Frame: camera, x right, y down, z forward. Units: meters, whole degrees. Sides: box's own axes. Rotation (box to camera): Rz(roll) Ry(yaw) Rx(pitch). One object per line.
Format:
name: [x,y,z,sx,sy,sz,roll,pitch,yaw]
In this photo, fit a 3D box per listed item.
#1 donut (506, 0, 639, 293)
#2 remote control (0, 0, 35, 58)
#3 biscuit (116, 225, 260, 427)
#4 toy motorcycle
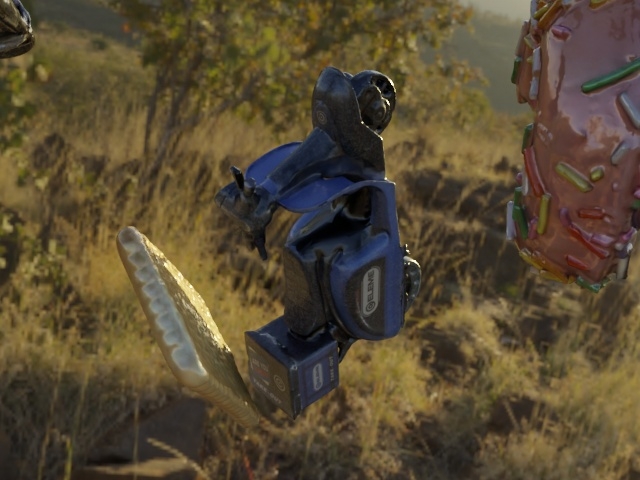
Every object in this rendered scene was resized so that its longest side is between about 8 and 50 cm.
donut: [0.179,-0.093,0.639,0.085,0.199,0.232,7,52,5]
remote control: [-0.276,-0.185,0.684,0.090,0.066,0.266,0,-1,-3]
biscuit: [-0.120,0.091,0.871,0.030,0.160,0.249,-28,-20,-3]
toy motorcycle: [0.000,0.000,0.947,0.213,0.358,0.125,-30,42,-30]
